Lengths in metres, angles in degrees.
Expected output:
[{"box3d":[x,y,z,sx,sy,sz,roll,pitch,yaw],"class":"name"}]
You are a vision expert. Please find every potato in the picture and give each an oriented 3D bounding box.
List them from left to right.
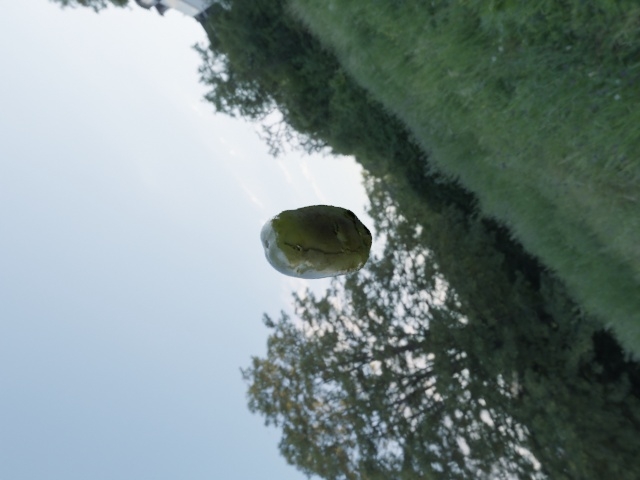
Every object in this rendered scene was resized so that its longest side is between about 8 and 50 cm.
[{"box3d":[0.000,0.000,0.578,0.171,0.080,0.107,-5,-141,-38],"class":"potato"}]
